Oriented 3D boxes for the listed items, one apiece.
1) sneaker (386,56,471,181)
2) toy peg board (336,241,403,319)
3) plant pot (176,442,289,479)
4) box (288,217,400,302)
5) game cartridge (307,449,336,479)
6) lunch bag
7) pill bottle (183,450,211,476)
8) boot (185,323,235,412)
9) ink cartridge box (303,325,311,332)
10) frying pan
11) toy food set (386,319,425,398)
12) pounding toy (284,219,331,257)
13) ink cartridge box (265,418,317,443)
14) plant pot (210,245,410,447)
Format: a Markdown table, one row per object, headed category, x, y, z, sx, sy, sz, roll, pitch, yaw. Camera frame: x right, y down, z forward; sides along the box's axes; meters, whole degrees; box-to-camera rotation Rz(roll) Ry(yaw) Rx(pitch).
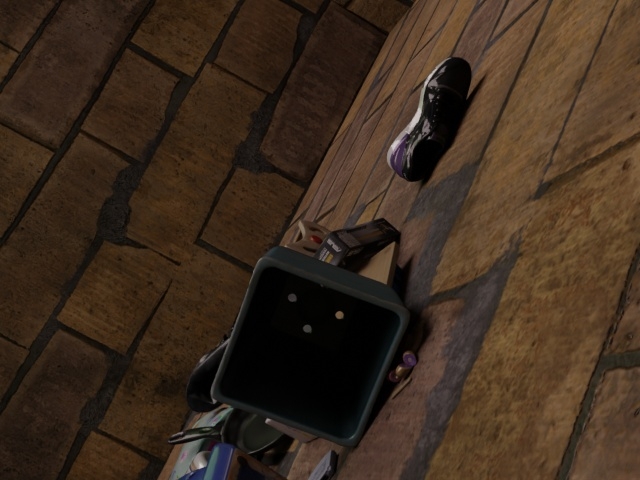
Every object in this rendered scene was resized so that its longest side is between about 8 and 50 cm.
| category | x | y | z | sx | sy | sz | roll | pitch | yaw |
| --- | --- | --- | --- | --- | --- | --- | --- | --- | --- |
| sneaker | 0.255 | -0.251 | 1.942 | 0.283 | 0.107 | 0.124 | -63 | 22 | 12 |
| toy peg board | 0.099 | 0.110 | 1.705 | 0.160 | 0.079 | 0.161 | -37 | 20 | 31 |
| plant pot | -0.130 | 0.455 | 1.327 | 0.212 | 0.236 | 0.236 | -49 | 12 | 24 |
| box | 0.049 | 0.051 | 1.858 | 0.231 | 0.056 | 0.183 | -14 | -38 | -58 |
| game cartridge | 0.001 | 0.386 | 1.493 | 0.083 | 0.017 | 0.056 | -56 | 12 | 26 |
| lunch bag | -0.243 | 0.506 | 2.084 | 0.223 | 0.160 | 0.262 | 142 | 150 | -72 |
| pill bottle | -0.250 | 0.582 | 1.864 | 0.265 | 0.153 | 0.153 | -60 | 8 | 2 |
| boot | -0.217 | 0.328 | 2.292 | 0.367 | 0.146 | 0.445 | -61 | -2 | 20 |
| ink cartridge box | -0.063 | 0.238 | 2.143 | 0.385 | 0.091 | 0.308 | -55 | 10 | 28 |
| frying pan | -0.173 | 0.411 | 1.915 | 0.326 | 0.053 | 0.197 | -33 | 28 | 5 |
| toy food set | 0.127 | 0.182 | 1.405 | 0.078 | 0.019 | 0.122 | -54 | 11 | 40 |
| pounding toy | 0.000 | 0.000 | 2.015 | 0.269 | 0.154 | 0.155 | -20 | -41 | -61 |
| ink cartridge box | -0.027 | 0.305 | 1.677 | 0.092 | 0.089 | 0.143 | -65 | 8 | -28 |
| plant pot | -0.011 | 0.146 | 1.506 | 0.252 | 0.247 | 0.248 | -78 | 8 | -76 |
